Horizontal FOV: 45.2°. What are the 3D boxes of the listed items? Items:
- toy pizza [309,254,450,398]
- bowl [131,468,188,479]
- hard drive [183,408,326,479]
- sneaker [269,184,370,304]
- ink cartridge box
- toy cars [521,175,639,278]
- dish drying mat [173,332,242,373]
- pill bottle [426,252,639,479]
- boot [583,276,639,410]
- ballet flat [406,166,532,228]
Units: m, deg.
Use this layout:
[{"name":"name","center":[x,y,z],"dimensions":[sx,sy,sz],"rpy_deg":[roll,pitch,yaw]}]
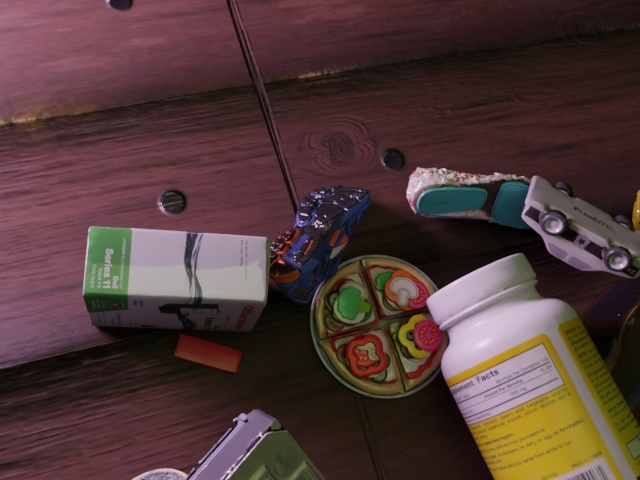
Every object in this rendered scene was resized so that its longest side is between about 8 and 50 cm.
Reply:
[{"name":"toy pizza","center":[0.086,0.111,1.038],"dimensions":[0.201,0.032,0.201],"rpy_deg":[4,69,-11]},{"name":"bowl","center":[-0.174,0.347,0.846],"dimensions":[0.080,0.170,0.170],"rpy_deg":[50,57,-41]},{"name":"hard drive","center":[-0.049,0.368,0.792],"dimensions":[0.237,0.064,0.339],"rpy_deg":[-46,120,-25]},{"name":"sneaker","center":[0.000,0.000,1.042],"dimensions":[0.083,0.087,0.221],"rpy_deg":[15,46,31]},{"name":"ink cartridge box","center":[-0.173,0.051,0.935],"dimensions":[0.208,0.153,0.087],"rpy_deg":[3,69,-11]},{"name":"toy cars","center":[0.444,0.004,1.098],"dimensions":[0.393,0.087,0.176],"rpy_deg":[4,41,-27]},{"name":"dish drying mat","center":[-0.144,0.145,0.985],"dimensions":[0.083,0.008,0.032],"rpy_deg":[17,66,-5]},{"name":"pill bottle","center":[0.270,0.194,0.964],"dimensions":[0.188,0.188,0.334],"rpy_deg":[-20,75,-19]},{"name":"boot","center":[0.430,0.148,1.098],"dimensions":[0.219,0.082,0.106],"rpy_deg":[-45,111,-35]},{"name":"ballet flat","center":[0.237,-0.072,1.122],"dimensions":[0.241,0.091,0.077],"rpy_deg":[7,35,-15]}]
